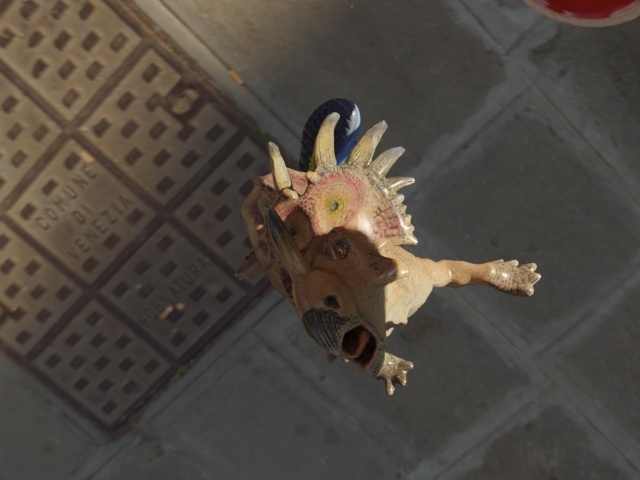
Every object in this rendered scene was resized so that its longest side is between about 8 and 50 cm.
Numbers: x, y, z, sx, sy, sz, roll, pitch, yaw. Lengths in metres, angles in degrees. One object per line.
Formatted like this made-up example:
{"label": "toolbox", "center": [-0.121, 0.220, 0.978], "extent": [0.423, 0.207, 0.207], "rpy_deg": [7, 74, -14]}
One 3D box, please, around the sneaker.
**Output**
{"label": "sneaker", "center": [0.014, -0.084, 0.704], "extent": [0.053, 0.059, 0.144], "rpy_deg": [53, 144, 26]}

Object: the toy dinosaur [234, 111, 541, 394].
{"label": "toy dinosaur", "center": [0.000, 0.000, 0.478], "extent": [0.200, 0.296, 0.127], "rpy_deg": [39, 80, -33]}

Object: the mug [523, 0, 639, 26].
{"label": "mug", "center": [0.189, -0.211, 0.426], "extent": [0.150, 0.113, 0.169], "rpy_deg": [38, 69, -36]}
